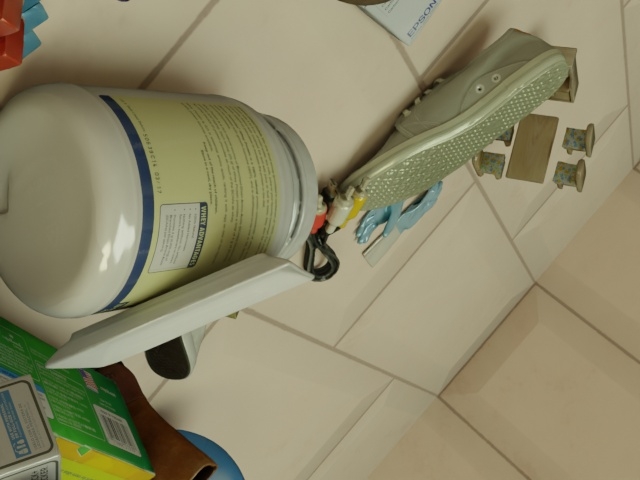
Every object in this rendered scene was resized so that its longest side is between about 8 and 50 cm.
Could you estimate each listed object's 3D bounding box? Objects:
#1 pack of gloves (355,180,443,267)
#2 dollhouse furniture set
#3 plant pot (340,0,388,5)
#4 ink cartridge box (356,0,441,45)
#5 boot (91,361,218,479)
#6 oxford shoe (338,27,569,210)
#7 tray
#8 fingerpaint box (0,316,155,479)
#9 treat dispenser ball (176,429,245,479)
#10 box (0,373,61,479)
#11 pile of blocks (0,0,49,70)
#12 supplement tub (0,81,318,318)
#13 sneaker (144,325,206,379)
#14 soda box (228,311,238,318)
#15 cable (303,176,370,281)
[{"bbox_3d":[0.171,-0.051,1.640,0.232,0.046,0.195,-46,152,-4],"label":"pack of gloves"},{"bbox_3d":[0.426,-0.238,1.608,0.161,0.212,0.242,39,65,-64],"label":"dollhouse furniture set"},{"bbox_3d":[0.053,-0.377,0.874,0.263,0.263,0.229,-41,171,-16],"label":"plant pot"},{"bbox_3d":[0.132,-0.403,1.129,0.223,0.045,0.224,-55,152,12],"label":"ink cartridge box"},{"bbox_3d":[-0.314,0.324,1.147,0.264,0.280,0.096,-43,152,-11],"label":"boot"},{"bbox_3d":[0.214,-0.208,1.431,0.449,0.130,0.169,-36,158,8],"label":"oxford shoe"},{"bbox_3d":[-0.144,0.073,0.867,0.270,0.030,0.145,-23,170,5],"label":"tray"},{"bbox_3d":[-0.456,0.254,0.907,0.371,0.163,0.445,-33,152,-1],"label":"fingerpaint box"},{"bbox_3d":[-0.263,0.470,1.403,0.288,0.288,0.288,-36,150,-24],"label":"treat dispenser ball"},{"bbox_3d":[-0.375,0.232,0.691,0.290,0.087,0.169,-17,147,-28],"label":"box"},{"bbox_3d":[-0.263,-0.230,0.697,0.149,0.113,0.362,-18,140,-45],"label":"pile of blocks"},{"bbox_3d":[-0.178,-0.049,0.918,0.325,0.235,0.235,-7,132,-52],"label":"supplement tub"},{"bbox_3d":[-0.218,0.061,1.190,0.123,0.106,0.290,-72,169,-51],"label":"sneaker"},{"bbox_3d":[-0.121,0.022,1.198,0.061,0.058,0.181,95,11,-49],"label":"soda box"},{"bbox_3d":[0.000,0.000,1.421,0.139,0.072,0.287,-19,144,-25],"label":"cable"}]
